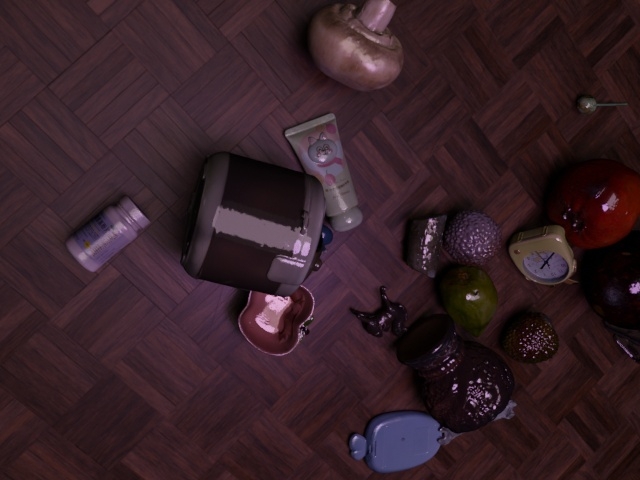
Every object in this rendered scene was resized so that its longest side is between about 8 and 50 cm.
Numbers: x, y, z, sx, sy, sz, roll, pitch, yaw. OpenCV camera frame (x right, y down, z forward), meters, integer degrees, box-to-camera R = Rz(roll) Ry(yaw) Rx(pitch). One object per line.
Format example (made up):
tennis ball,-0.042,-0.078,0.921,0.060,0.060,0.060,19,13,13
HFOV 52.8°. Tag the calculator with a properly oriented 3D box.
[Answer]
calculator,0.230,0.607,1.940,0.303,0.042,0.188,-3,101,-21

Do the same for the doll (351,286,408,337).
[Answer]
doll,0.184,0.224,1.853,0.139,0.057,0.165,-39,114,-11

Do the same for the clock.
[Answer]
clock,0.684,0.065,1.936,0.232,0.170,0.069,53,43,-24

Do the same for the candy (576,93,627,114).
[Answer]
candy,0.865,-0.417,1.968,0.203,0.061,0.061,-7,102,-25

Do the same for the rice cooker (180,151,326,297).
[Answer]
rice cooker,-0.152,-0.033,1.557,0.326,0.335,0.334,13,95,-16

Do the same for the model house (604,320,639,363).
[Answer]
model house,1.099,0.338,2.091,0.205,0.218,0.278,-38,113,-7

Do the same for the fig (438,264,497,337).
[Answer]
fig,0.443,0.177,1.865,0.167,0.167,0.233,-45,102,-6

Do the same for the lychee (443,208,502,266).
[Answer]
lychee,0.436,-0.011,1.836,0.165,0.165,0.197,57,47,-18

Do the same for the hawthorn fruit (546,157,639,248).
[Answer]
hawthorn fruit,0.824,-0.125,1.900,0.307,0.265,0.265,-38,110,-29

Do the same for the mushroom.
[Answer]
mushroom,0.106,-0.502,1.593,0.260,0.254,0.234,-20,153,-49

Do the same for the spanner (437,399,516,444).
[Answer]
spanner,0.492,0.569,2.015,0.302,0.017,0.071,-12,105,-22

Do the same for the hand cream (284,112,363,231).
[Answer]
hand cream,0.024,-0.174,1.720,0.147,0.093,0.305,-23,97,-12

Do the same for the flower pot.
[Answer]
flower pot,0.369,0.365,1.832,0.266,0.266,0.267,-44,104,-6

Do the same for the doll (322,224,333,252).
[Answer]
doll,0.000,0.000,1.755,0.076,0.050,0.083,32,87,-25

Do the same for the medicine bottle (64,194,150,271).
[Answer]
medicine bottle,-0.511,-0.018,1.556,0.187,0.103,0.102,-40,109,-7

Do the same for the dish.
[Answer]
dish,-0.122,0.194,1.728,0.214,0.090,0.213,-2,99,-15

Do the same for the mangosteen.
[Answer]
mangosteen,0.975,0.130,1.934,0.306,0.360,0.305,-22,122,-41

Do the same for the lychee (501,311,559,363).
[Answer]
lychee,0.636,0.303,1.963,0.171,0.171,0.171,-3,101,-17

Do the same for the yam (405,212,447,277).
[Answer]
yam,0.295,0.010,1.826,0.107,0.107,0.183,3,99,-18
